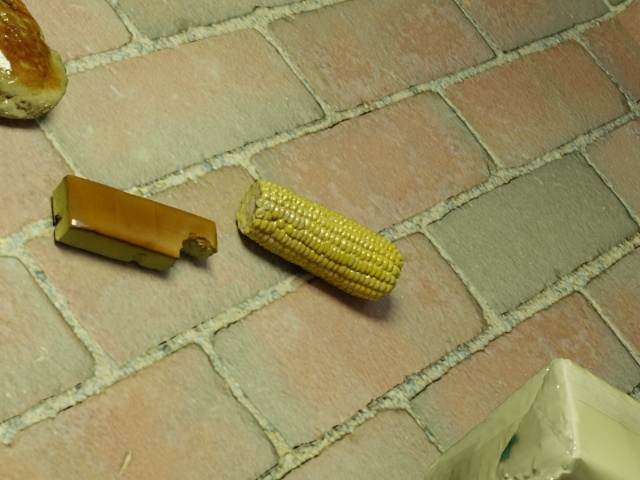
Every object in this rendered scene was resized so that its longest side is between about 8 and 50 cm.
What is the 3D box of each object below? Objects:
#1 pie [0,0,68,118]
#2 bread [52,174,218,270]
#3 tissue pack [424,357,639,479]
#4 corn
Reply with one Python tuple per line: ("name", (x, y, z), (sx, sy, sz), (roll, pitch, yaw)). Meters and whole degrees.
("pie", (-0.393, -0.238, 2.141), (0.163, 0.079, 0.193), (2, 55, -50))
("bread", (-0.226, -0.013, 2.113), (0.226, 0.049, 0.088), (19, 43, -35))
("tissue pack", (0.353, 0.359, 2.140), (0.380, 0.297, 0.207), (29, 36, -21))
("corn", (0.000, 0.000, 2.299), (0.244, 0.093, 0.093), (29, 38, -22))
